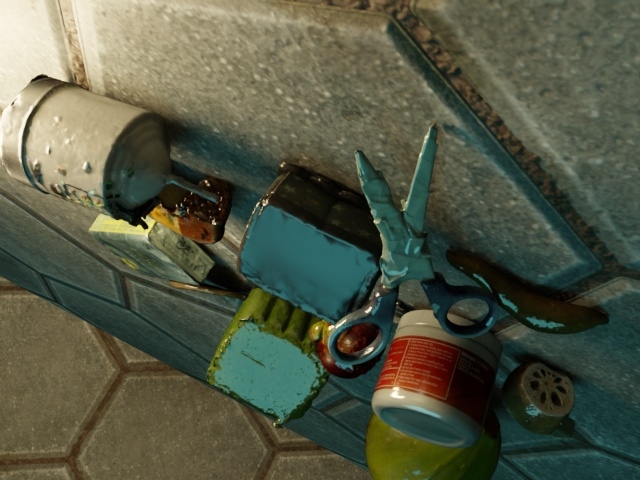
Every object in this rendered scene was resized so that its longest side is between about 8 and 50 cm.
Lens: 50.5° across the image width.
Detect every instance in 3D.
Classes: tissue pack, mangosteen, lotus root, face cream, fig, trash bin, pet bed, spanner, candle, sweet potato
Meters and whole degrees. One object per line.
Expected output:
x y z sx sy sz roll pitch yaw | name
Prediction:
-0.382 0.012 1.537 0.257 0.081 0.185 5 148 45 | tissue pack
0.041 0.197 1.379 0.181 0.145 0.156 31 159 -8 | mangosteen
0.391 0.280 1.214 0.122 0.112 0.081 28 151 1 | lotus root
0.212 0.254 1.238 0.201 0.187 0.201 19 153 10 | face cream
0.260 0.444 1.495 0.316 0.316 0.316 23 156 11 | fig
0.473 0.374 1.413 0.092 0.043 0.061 30 157 -13 | trash bin
0.000 0.000 1.026 0.211 0.159 0.183 25 128 3 | pet bed
0.182 0.156 1.312 0.208 0.012 0.046 39 155 -26 | spanner
-0.321 -0.128 1.058 0.330 0.187 0.187 20 156 14 | candle
0.291 0.086 0.995 0.250 0.059 0.069 26 137 12 | sweet potato

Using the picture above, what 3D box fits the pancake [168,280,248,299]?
-0.267 0.116 1.619 0.199 0.021 0.199 12 177 1 | pancake

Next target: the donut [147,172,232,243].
-0.247 -0.074 1.208 0.217 0.085 0.141 25 157 9 | donut

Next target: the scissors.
0.118 0.019 0.895 0.256 0.029 0.383 -11 130 -2 | scissors

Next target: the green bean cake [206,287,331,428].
-0.103 0.262 1.552 0.250 0.156 0.247 29 118 -5 | green bean cake
